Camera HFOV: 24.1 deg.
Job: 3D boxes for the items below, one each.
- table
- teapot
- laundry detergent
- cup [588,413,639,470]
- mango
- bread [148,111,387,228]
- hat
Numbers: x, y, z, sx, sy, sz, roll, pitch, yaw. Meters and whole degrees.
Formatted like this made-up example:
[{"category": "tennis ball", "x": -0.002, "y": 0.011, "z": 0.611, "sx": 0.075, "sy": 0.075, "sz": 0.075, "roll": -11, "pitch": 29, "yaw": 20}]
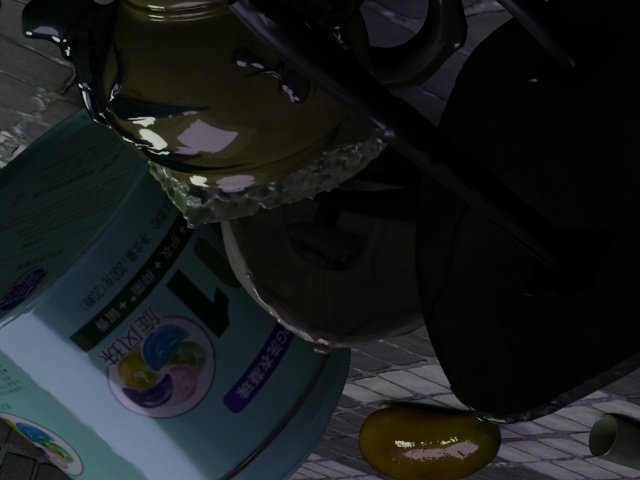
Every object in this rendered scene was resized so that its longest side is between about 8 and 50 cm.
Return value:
[{"category": "table", "x": 0.112, "y": -0.136, "z": 0.697, "sx": 0.317, "sy": 0.317, "sz": 0.249, "roll": -2, "pitch": 140, "yaw": 46}, {"category": "teapot", "x": -0.049, "y": -0.140, "z": 0.922, "sx": 0.269, "sy": 0.173, "sz": 0.183, "roll": -10, "pitch": 124, "yaw": 8}, {"category": "laundry detergent", "x": -0.145, "y": 0.076, "z": 1.287, "sx": 0.287, "sy": 0.287, "sz": 0.305, "roll": -5, "pitch": 135, "yaw": 50}, {"category": "cup", "x": 0.369, "y": 0.250, "z": 1.828, "sx": 0.083, "sy": 0.054, "sz": 0.075, "roll": 22, "pitch": 161, "yaw": -23}, {"category": "mango", "x": 0.152, "y": 0.277, "z": 2.056, "sx": 0.227, "sy": 0.099, "sz": 0.136, "roll": -11, "pitch": 141, "yaw": 40}, {"category": "bread", "x": -0.063, "y": -0.078, "z": 1.067, "sx": 0.232, "sy": 0.172, "sz": 0.064, "roll": 18, "pitch": 136, "yaw": -10}, {"category": "hat", "x": 0.000, "y": 0.000, "z": 1.203, "sx": 0.219, "sy": 0.164, "sz": 0.226, "roll": 19, "pitch": 178, "yaw": -11}]
